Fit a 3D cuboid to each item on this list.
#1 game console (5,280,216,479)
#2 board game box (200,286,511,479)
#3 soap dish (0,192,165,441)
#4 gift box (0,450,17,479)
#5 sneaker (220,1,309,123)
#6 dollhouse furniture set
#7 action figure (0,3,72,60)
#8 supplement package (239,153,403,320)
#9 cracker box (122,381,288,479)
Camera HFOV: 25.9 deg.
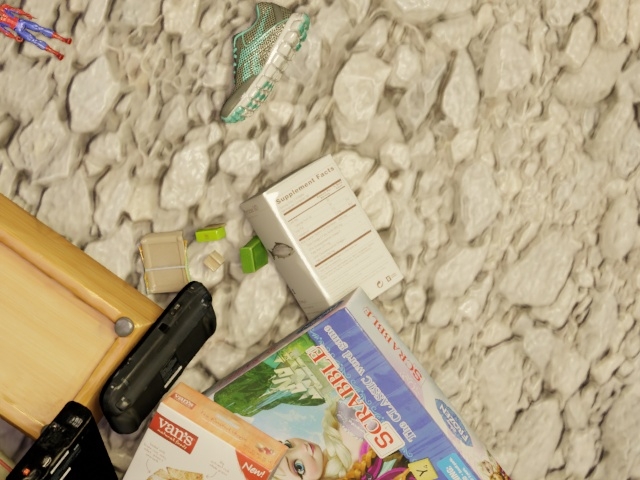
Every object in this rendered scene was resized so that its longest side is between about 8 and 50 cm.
[{"bbox_3d":[-0.238,0.208,1.665,0.044,0.213,0.361,29,62,18],"label":"game console"},{"bbox_3d":[0.020,0.265,1.682,0.318,0.066,0.318,-36,95,29],"label":"board game box"},{"bbox_3d":[-0.363,0.103,1.693,0.291,0.118,0.229,36,90,-4],"label":"soap dish"},{"bbox_3d":[-0.491,0.329,1.624,0.276,0.258,0.255,43,88,8],"label":"gift box"},{"bbox_3d":[-0.084,-0.224,1.730,0.076,0.065,0.166,33,87,11],"label":"sneaker"},{"bbox_3d":[-0.148,0.019,1.750,0.152,0.058,0.076,-6,101,16],"label":"dollhouse furniture set"},{"bbox_3d":[-0.366,-0.263,1.718,0.115,0.030,0.038,26,96,-3],"label":"action figure"},{"bbox_3d":[0.000,0.000,1.706,0.105,0.105,0.179,-33,95,-19],"label":"supplement package"},{"bbox_3d":[-0.159,0.308,1.687,0.156,0.067,0.232,30,115,7],"label":"cracker box"}]
